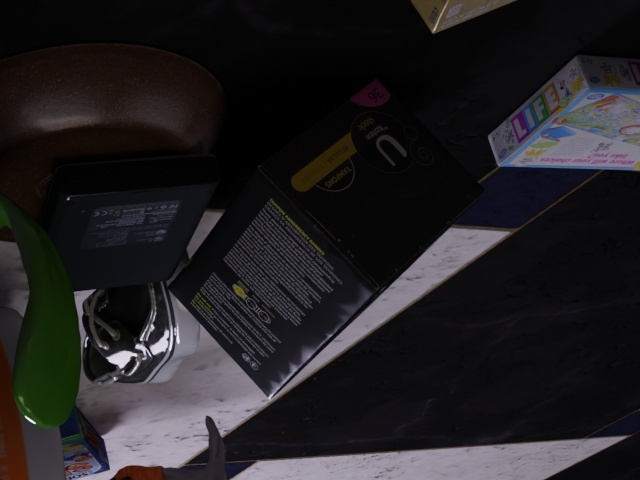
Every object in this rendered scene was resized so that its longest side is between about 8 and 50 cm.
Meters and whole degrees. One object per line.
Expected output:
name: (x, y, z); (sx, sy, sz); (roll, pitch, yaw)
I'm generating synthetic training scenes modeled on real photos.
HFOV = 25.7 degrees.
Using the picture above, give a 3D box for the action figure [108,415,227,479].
action figure: (-0.227, 0.278, 1.249); (0.330, 0.178, 0.341); (-22, 161, -13)

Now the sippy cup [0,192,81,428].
sippy cup: (-0.292, 0.084, 0.733); (0.240, 0.224, 0.305); (15, 150, -36)

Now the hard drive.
hard drive: (-0.122, -0.007, 0.846); (0.094, 0.022, 0.135); (-6, 155, -23)

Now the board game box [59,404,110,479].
board game box: (-0.307, 0.208, 1.294); (0.201, 0.035, 0.136); (-16, 157, -2)

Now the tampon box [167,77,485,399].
tampon box: (0.000, 0.000, 0.879); (0.120, 0.101, 0.161); (-40, 175, -39)

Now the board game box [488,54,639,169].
board game box: (0.208, -0.086, 0.972); (0.154, 0.026, 0.103); (-1, 153, -33)

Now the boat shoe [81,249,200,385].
boat shoe: (-0.135, 0.061, 1.019); (0.070, 0.077, 0.219); (-9, 158, -19)

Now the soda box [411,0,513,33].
soda box: (0.118, -0.162, 0.642); (0.181, 0.058, 0.061); (-24, 162, -21)

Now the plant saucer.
plant saucer: (-0.148, -0.045, 0.819); (0.199, 0.036, 0.198); (-13, 158, -6)

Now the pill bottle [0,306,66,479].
pill bottle: (-0.382, 0.174, 0.925); (0.392, 0.224, 0.224); (-6, 155, -22)
